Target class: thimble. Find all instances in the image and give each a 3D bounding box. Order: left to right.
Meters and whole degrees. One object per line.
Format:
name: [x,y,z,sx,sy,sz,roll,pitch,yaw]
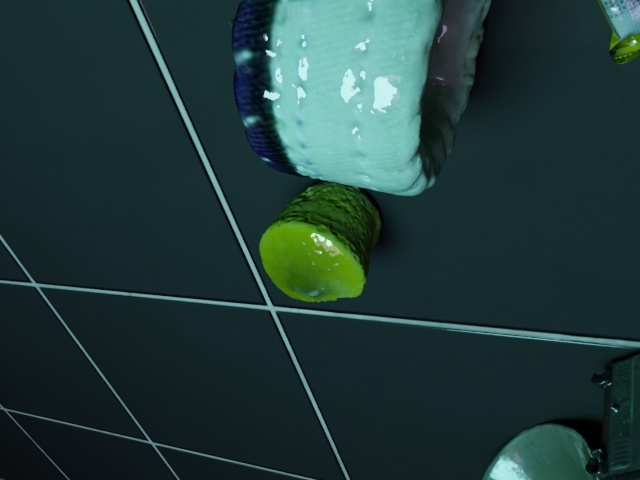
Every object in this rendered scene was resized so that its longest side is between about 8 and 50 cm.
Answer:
thimble: [0.042,-0.149,0.498,0.150,0.237,0.237,17,137,18]

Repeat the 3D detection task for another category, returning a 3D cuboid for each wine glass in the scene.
wine glass: [0.416,0.458,0.866,0.406,0.267,0.267,33,138,-11]

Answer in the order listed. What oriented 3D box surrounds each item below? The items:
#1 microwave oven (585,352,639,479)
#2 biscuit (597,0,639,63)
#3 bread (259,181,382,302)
microwave oven: [0.424,0.197,0.643,0.178,0.188,0.247,39,138,-10]
biscuit: [0.175,-0.253,0.458,0.048,0.026,0.292,-17,120,38]
bread: [0.000,0.000,0.736,0.129,0.114,0.111,-2,129,31]
